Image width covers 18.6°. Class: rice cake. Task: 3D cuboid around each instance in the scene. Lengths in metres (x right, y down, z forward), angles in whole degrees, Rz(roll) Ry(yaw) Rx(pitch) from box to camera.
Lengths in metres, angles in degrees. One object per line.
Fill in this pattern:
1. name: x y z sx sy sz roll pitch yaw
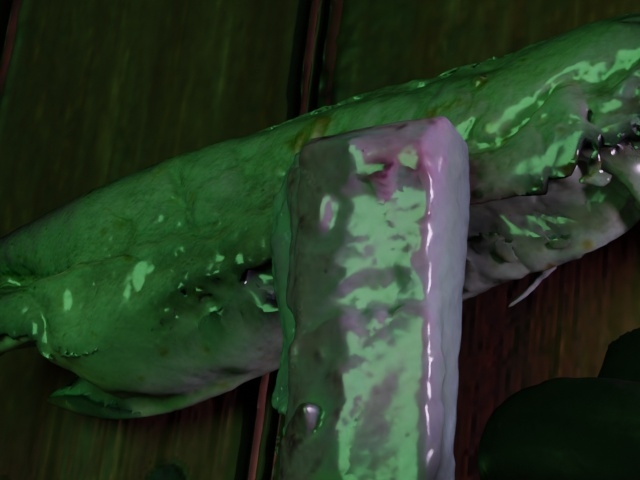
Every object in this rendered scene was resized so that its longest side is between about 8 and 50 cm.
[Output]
1. rice cake: 0.001 0.105 0.588 0.081 0.051 0.290 0 79 33

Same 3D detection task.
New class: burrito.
1. burrito: -0.001 -0.004 0.684 0.309 0.066 0.096 -18 55 24

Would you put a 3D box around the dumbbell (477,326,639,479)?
1. dumbbell: 0.101 0.142 0.448 0.192 0.192 0.290 11 71 39
